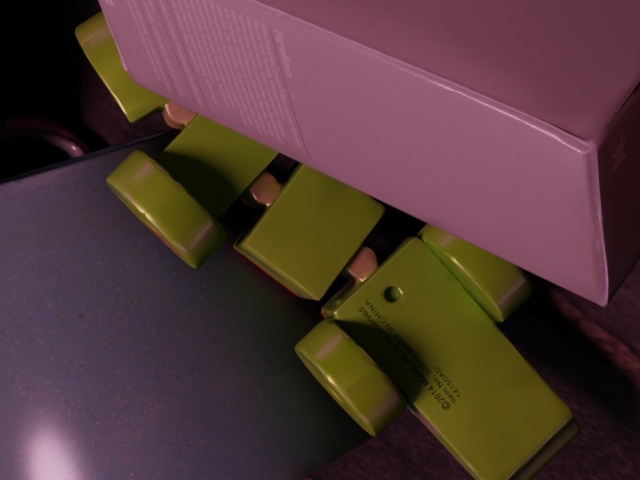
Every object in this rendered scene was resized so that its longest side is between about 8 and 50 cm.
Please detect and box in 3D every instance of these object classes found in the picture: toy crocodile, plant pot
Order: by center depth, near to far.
[{"bbox_3d":[0.000,0.000,0.871,0.340,0.115,0.105,43,174,-4],"label":"toy crocodile"},{"bbox_3d":[-0.119,0.046,0.984,0.290,0.290,0.195,-5,104,60],"label":"plant pot"}]

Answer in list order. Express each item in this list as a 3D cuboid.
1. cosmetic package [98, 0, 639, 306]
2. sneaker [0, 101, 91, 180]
[{"bbox_3d":[0.037,-0.090,0.625,0.238,0.127,0.107,30,156,26],"label":"cosmetic package"},{"bbox_3d":[-0.282,-0.002,1.057,0.131,0.319,0.112,9,127,42],"label":"sneaker"}]
